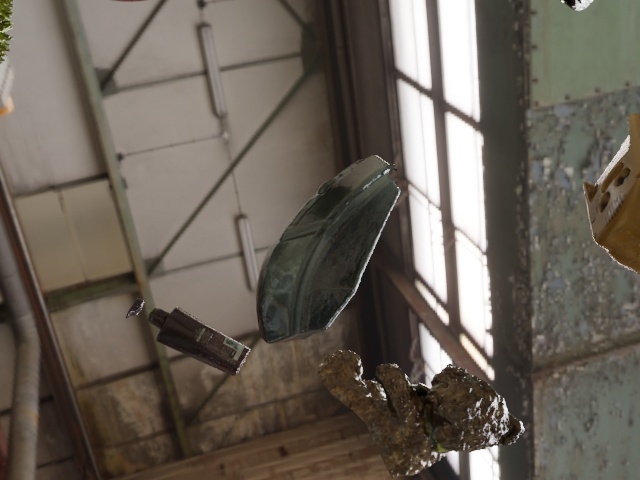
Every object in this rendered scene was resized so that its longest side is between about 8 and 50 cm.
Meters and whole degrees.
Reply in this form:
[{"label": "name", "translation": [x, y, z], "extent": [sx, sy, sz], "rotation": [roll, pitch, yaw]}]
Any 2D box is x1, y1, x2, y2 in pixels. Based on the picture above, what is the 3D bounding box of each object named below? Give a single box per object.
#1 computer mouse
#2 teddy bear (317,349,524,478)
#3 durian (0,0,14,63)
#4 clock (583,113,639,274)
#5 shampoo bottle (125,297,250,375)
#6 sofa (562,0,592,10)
[{"label": "computer mouse", "translation": [-0.003, -0.001, 0.844], "extent": [0.126, 0.071, 0.231], "rotation": [-9, -130, 62]}, {"label": "teddy bear", "translation": [0.158, 0.260, 1.413], "extent": [0.222, 0.246, 0.296], "rotation": [-42, -140, 4]}, {"label": "durian", "translation": [-0.448, -0.258, 1.087], "extent": [0.137, 0.095, 0.220], "rotation": [-35, -158, -30]}, {"label": "clock", "translation": [0.643, -0.075, 1.667], "extent": [0.200, 0.244, 0.317], "rotation": [25, -144, 5]}, {"label": "shampoo bottle", "translation": [-0.251, 0.179, 1.600], "extent": [0.236, 0.067, 0.068], "rotation": [28, -162, 1]}, {"label": "sofa", "translation": [0.172, -0.298, 0.480], "extent": [0.182, 0.258, 0.200], "rotation": [-42, -98, -20]}]
